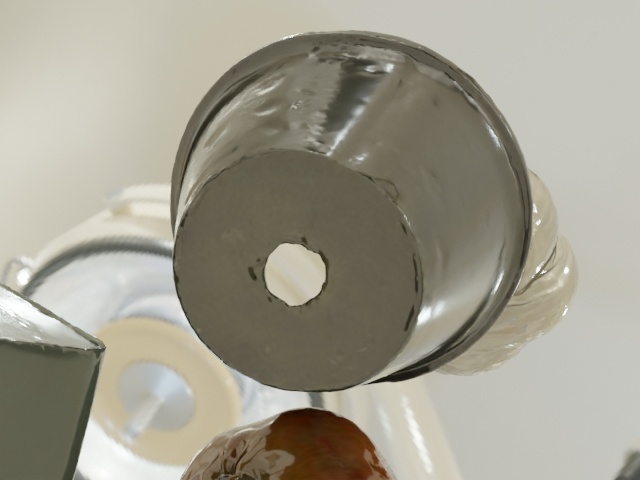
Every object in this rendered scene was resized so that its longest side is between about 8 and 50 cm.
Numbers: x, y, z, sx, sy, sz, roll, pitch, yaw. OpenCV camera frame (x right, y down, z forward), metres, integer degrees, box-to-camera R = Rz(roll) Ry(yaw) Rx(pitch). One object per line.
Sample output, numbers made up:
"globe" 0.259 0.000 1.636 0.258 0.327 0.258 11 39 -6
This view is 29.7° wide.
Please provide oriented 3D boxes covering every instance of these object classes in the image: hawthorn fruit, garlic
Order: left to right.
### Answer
"hawthorn fruit" 0.003 0.241 0.864 0.251 0.199 0.199 44 -13 -36
"garlic" 0.139 0.040 1.035 0.142 0.178 0.229 31 -31 -3

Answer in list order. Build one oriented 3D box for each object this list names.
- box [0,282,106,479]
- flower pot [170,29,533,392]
"box" -0.248 0.088 0.742 0.243 0.163 0.135 22 -85 41
"flower pot" 0.000 0.000 0.804 0.268 0.166 0.269 4 -73 15
